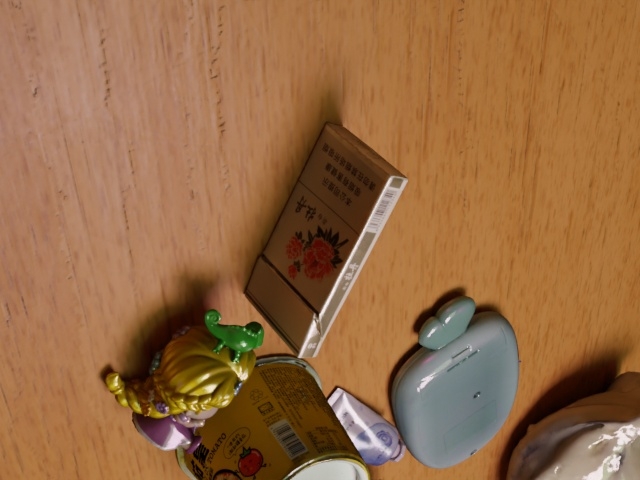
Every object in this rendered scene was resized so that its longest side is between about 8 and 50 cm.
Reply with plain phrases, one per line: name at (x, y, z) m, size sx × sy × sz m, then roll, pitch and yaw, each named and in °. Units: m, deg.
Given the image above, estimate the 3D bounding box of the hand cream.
hand cream at (0.046, 0.233, 1.230) m, size 0.142 × 0.053 × 0.084 m, roll 30°, pitch 102°, yaw -37°

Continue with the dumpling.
dumpling at (0.377, 0.318, 1.501) m, size 0.318 × 0.187 × 0.243 m, roll -62°, pitch 175°, yaw 29°

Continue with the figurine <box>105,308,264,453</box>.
figurine at (-0.130, 0.122, 0.975) m, size 0.115 × 0.094 × 0.156 m, roll 26°, pitch 123°, yaw -25°

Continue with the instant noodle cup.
instant noodle cup at (-0.042, 0.237, 1.084) m, size 0.182 × 0.144 × 0.182 m, roll -19°, pitch 131°, yaw -23°

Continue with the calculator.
calculator at (0.174, 0.185, 1.291) m, size 0.186 × 0.041 × 0.298 m, roll -30°, pitch 137°, yaw -16°

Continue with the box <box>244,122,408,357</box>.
box at (0.000, 0.000, 0.962) m, size 0.029 × 0.109 × 0.198 m, roll 10°, pitch 115°, yaw -42°
